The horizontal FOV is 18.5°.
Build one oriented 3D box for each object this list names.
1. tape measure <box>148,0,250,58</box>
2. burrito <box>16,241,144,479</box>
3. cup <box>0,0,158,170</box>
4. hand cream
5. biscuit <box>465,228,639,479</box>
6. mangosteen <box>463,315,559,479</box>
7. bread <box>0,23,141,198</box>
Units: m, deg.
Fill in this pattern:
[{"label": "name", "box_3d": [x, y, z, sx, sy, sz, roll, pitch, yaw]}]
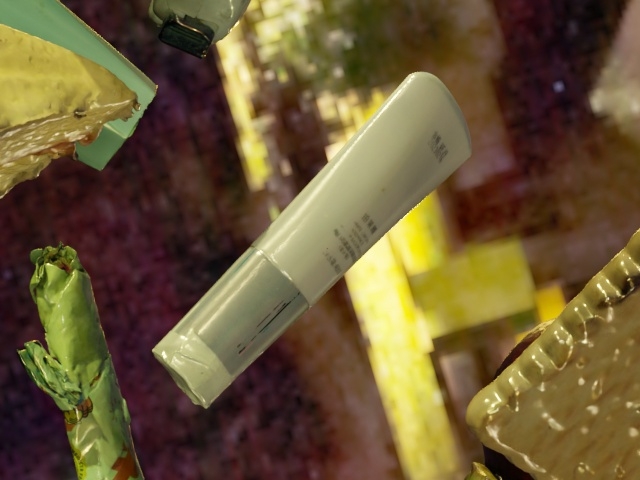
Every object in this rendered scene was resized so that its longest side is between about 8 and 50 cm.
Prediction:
[{"label": "tape measure", "box_3d": [-0.041, -0.293, 1.427, 0.164, 0.084, 0.330, -119, -130, -70]}, {"label": "burrito", "box_3d": [-0.247, 0.146, 1.972, 0.104, 0.054, 0.288, -18, 95, -54]}, {"label": "cup", "box_3d": [-0.283, -0.177, 1.939, 0.235, 0.134, 0.148, 35, 43, -13]}, {"label": "hand cream", "box_3d": [0.000, 0.000, 1.236, 0.048, 0.255, 0.079, 30, -20, 44]}, {"label": "biscuit", "box_3d": [0.261, 0.050, 1.190, 0.217, 0.325, 0.044, 33, 19, -25]}, {"label": "mangosteen", "box_3d": [0.284, 0.210, 1.892, 0.330, 0.330, 0.330, -17, 90, -84]}, {"label": "bread", "box_3d": [-0.247, -0.050, 1.416, 0.178, 0.240, 0.135, 17, 61, -29]}]
